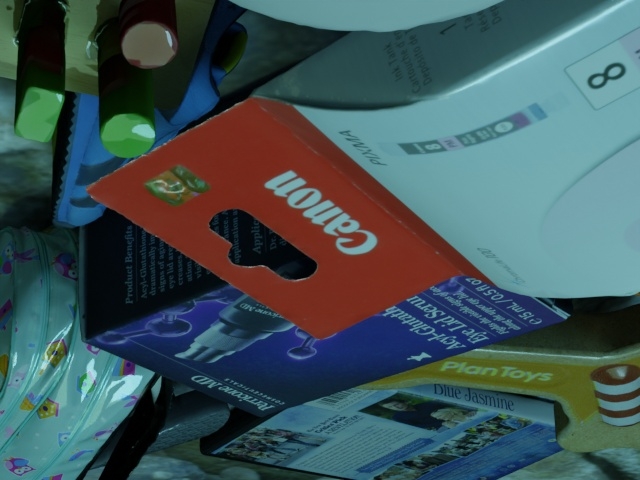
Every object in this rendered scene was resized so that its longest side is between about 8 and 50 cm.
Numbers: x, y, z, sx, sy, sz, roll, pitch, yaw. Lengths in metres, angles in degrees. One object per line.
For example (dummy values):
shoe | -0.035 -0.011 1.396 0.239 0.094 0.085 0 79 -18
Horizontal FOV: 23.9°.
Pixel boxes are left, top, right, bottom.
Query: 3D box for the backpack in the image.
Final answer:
backpack | -0.159 0.073 0.871 0.115 0.152 0.182 7 140 -36

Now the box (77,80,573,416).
box | 0.000 0.000 0.782 0.207 0.108 0.153 -22 147 31

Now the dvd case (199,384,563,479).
dvd case | 0.059 0.148 1.161 0.253 0.022 0.180 15 148 -31

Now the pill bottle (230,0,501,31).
pill bottle | 0.002 -0.197 0.345 0.169 0.169 0.301 -6 153 5

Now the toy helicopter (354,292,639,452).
toy helicopter | 0.173 0.065 0.901 0.355 0.140 0.235 6 149 -13

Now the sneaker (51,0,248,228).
sneaker | -0.081 -0.063 0.697 0.082 0.069 0.209 2 152 -17

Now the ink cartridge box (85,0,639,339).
ink cartridge box | 0.058 -0.018 0.598 0.232 0.066 0.189 -31 144 17

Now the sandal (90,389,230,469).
sandal | -0.162 0.134 1.063 0.097 0.054 0.254 -10 172 -43

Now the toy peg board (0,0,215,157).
toy peg board | -0.105 -0.110 0.528 0.161 0.079 0.160 10 128 -17
